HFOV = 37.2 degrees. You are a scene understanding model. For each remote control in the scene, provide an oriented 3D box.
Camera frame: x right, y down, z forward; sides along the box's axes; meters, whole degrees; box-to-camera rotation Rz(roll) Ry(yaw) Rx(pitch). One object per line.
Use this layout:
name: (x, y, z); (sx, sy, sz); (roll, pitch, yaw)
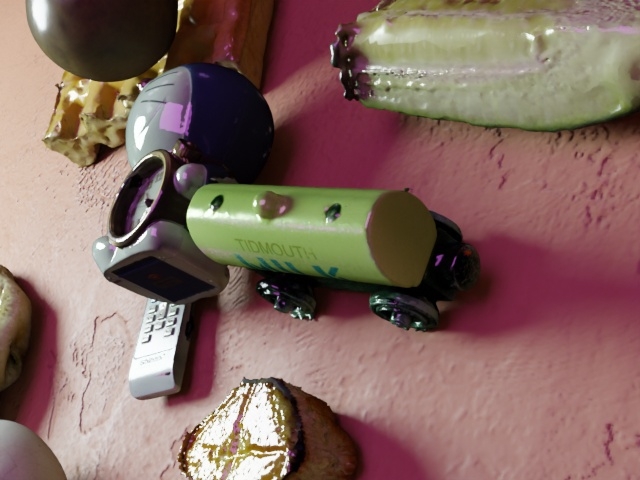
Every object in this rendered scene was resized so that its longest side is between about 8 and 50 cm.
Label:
remote control: (-0.154, 0.081, 0.969); (0.065, 0.029, 0.166); (-19, 48, 32)

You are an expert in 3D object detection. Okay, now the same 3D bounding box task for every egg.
egg: (-0.312, 0.265, 0.902); (0.151, 0.151, 0.209); (-37, 42, 18)

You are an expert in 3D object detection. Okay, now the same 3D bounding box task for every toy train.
toy train: (0.000, 0.000, 0.787); (0.253, 0.157, 0.105); (5, 68, 44)

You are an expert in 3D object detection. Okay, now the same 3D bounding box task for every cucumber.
cucumber: (0.172, -0.159, 0.783); (0.325, 0.105, 0.145); (11, 45, 45)

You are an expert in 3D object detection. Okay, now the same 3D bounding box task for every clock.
clock: (-0.135, -0.064, 0.950); (0.200, 0.147, 0.243); (-27, 42, 48)

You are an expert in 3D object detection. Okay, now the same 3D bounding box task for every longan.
longan: (-0.234, -0.260, 1.046); (0.167, 0.167, 0.187); (-32, 31, 23)

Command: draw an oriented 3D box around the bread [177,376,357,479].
bread: (-0.049, 0.178, 0.782); (0.140, 0.069, 0.128); (-47, 42, 13)

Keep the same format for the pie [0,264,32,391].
pie: (-0.474, 0.169, 1.166); (0.338, 0.075, 0.337); (-23, 50, 30)

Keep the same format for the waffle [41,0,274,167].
waffle: (-0.191, -0.272, 1.197); (0.348, 0.077, 0.304); (-14, 55, 36)
